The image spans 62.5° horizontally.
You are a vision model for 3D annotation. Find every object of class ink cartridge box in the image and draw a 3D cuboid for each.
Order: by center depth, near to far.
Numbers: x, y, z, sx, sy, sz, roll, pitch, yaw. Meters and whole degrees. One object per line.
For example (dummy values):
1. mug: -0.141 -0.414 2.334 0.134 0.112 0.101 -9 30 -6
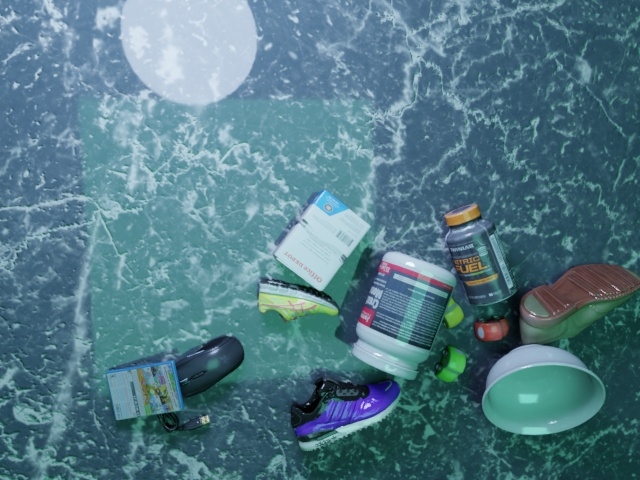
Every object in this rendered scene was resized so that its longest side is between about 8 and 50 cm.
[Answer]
1. ink cartridge box: 0.000 0.000 1.297 0.148 0.086 0.203 39 86 -10

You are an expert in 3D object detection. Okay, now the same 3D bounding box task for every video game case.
1. video game case: -0.413 0.352 1.239 0.166 0.015 0.119 -10 93 6

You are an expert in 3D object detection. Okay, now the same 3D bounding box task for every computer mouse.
1. computer mouse: -0.290 0.357 1.269 0.262 0.060 0.184 -24 96 -9

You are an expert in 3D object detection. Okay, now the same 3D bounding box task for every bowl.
1. bowl: 0.561 0.366 1.371 0.298 0.134 0.297 2 129 3

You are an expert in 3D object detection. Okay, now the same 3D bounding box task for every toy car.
1. toy car: 0.377 0.276 1.400 0.239 0.053 0.224 24 88 -11

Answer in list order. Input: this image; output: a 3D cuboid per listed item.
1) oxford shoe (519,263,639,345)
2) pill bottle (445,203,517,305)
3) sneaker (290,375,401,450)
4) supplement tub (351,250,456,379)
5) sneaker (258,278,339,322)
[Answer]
1. oxford shoe: 0.702 0.175 1.443 0.397 0.140 0.146 -15 126 -15
2. pill bottle: 0.403 0.032 1.356 0.131 0.130 0.245 -24 96 -9
3. sneaker: 0.058 0.398 1.318 0.294 0.102 0.146 -24 96 -9
4. supplement tub: 0.201 0.179 1.291 0.191 0.191 0.272 22 88 -11
5. sneaker: -0.057 0.161 1.304 0.209 0.081 0.094 15 97 -5
